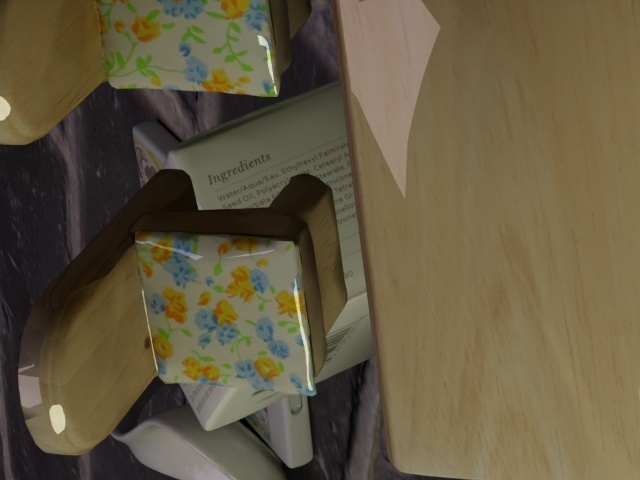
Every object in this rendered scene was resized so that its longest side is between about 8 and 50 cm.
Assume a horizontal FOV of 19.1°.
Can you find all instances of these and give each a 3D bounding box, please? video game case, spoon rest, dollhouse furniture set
[{"bbox_3d":[-0.079,0.040,1.501,0.227,0.026,0.206,43,146,47],"label":"video game case"},{"bbox_3d":[-0.112,0.167,1.594,0.137,0.084,0.276,45,173,-30],"label":"spoon rest"},{"bbox_3d":[0.046,-0.074,0.591,0.362,0.256,0.394,2,117,20],"label":"dollhouse furniture set"}]

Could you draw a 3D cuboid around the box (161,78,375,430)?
[{"bbox_3d":[0.000,0.000,1.084,0.119,0.182,0.181,61,157,13],"label":"box"}]
